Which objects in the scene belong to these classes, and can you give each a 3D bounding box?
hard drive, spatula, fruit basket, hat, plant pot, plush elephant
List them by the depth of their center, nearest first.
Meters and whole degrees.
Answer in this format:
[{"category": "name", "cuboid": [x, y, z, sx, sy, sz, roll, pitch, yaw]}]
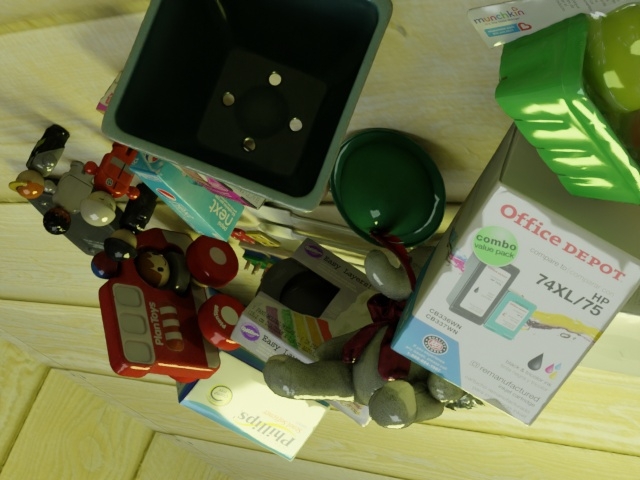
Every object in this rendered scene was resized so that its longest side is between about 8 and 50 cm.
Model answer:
[{"category": "fruit basket", "cuboid": [0.365, -0.164, 1.160, 0.353, 0.165, 0.327, -14, 142, 33]}, {"category": "plant pot", "cuboid": [-0.077, -0.171, 1.406, 0.247, 0.248, 0.252, 21, 175, 2]}, {"category": "hat", "cuboid": [0.053, -0.037, 1.578, 0.208, 0.183, 0.173, -9, 107, 38]}, {"category": "plush elephant", "cuboid": [0.128, 0.116, 1.739, 0.330, 0.255, 0.272, 5, -177, -40]}, {"category": "spatula", "cuboid": [0.000, 0.000, 2.035, 0.242, 0.019, 0.168, 13, 152, 20]}, {"category": "hard drive", "cuboid": [-0.437, -0.037, 2.312, 0.172, 0.054, 0.255, 10, 156, 27]}]

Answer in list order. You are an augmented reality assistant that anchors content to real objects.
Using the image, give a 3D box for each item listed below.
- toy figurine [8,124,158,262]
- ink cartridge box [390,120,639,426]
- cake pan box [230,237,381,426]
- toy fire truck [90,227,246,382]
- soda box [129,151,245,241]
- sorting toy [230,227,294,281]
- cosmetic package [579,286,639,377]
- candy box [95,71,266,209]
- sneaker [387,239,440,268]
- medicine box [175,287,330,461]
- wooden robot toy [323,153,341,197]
[{"category": "toy figurine", "cuboid": [-0.393, -0.075, 2.048, 0.209, 0.148, 0.213, 16, 159, 14]}, {"category": "ink cartridge box", "cuboid": [0.245, 0.032, 1.445, 0.198, 0.197, 0.270, 29, 124, 1]}, {"category": "cake pan box", "cuboid": [0.019, 0.136, 1.934, 0.267, 0.246, 0.070, 33, 128, 7]}, {"category": "toy fire truck", "cuboid": [-0.279, 0.106, 2.148, 0.254, 0.302, 0.169, 13, 141, -41]}, {"category": "soda box", "cuboid": [-0.210, -0.084, 1.948, 0.067, 0.071, 0.210, 15, 159, 36]}, {"category": "sorting toy", "cuboid": [-0.071, 0.052, 2.135, 0.132, 0.046, 0.274, 13, 163, 35]}, {"category": "cosmetic package", "cuboid": [0.400, 0.080, 1.667, 0.224, 0.138, 0.224, 8, 155, 29]}, {"category": "candy box", "cuboid": [-0.188, -0.142, 1.743, 0.233, 0.071, 0.159, 37, 171, -33]}, {"category": "sneaker", "cuboid": [0.170, 0.060, 1.902, 0.080, 0.094, 0.212, 33, 156, -24]}, {"category": "medicine box", "cuboid": [-0.144, 0.261, 2.426, 0.263, 0.149, 0.289, 31, -167, -21]}, {"category": "wooden robot toy", "cuboid": [-0.006, -0.097, 1.716, 0.173, 0.079, 0.076, 21, 159, 1]}]
